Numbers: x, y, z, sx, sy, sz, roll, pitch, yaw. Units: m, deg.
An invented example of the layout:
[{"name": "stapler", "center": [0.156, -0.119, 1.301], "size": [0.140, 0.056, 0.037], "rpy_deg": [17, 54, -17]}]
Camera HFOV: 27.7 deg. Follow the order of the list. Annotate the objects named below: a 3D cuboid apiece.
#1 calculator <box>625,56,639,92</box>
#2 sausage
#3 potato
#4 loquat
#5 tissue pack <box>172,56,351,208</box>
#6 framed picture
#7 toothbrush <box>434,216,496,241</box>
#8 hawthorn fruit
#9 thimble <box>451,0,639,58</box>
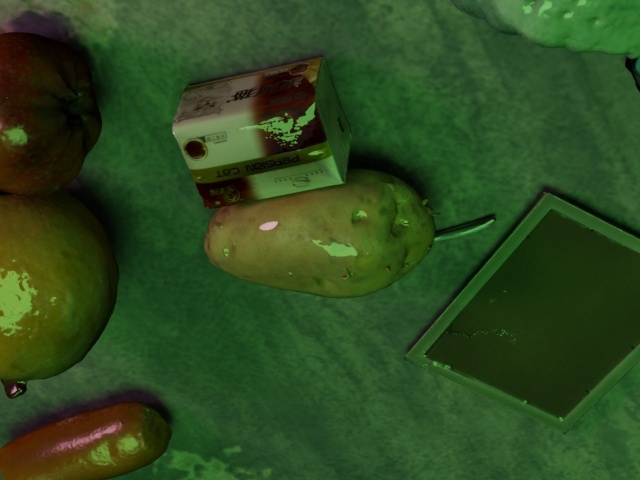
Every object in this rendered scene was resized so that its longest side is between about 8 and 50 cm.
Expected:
[{"name": "calculator", "center": [0.415, -0.156, 1.124], "size": [0.274, 0.058, 0.248], "rpy_deg": [41, 144, 17]}, {"name": "sausage", "center": [-0.301, 0.264, 1.628], "size": [0.238, 0.098, 0.098], "rpy_deg": [-19, 124, 19]}, {"name": "potato", "center": [0.000, -0.003, 1.344], "size": [0.235, 0.128, 0.161], "rpy_deg": [8, 144, -6]}, {"name": "loquat", "center": [-0.326, 0.041, 1.388], "size": [0.238, 0.193, 0.238], "rpy_deg": [-5, 113, -11]}, {"name": "tissue pack", "center": [-0.056, -0.105, 1.293], "size": [0.149, 0.099, 0.106], "rpy_deg": [-11, 126, 16]}, {"name": "framed picture", "center": [0.265, 0.087, 1.464], "size": [0.231, 0.018, 0.293], "rpy_deg": [26, 127, -14]}, {"name": "toothbrush", "center": [0.102, 0.006, 1.420], "size": [0.193, 0.013, 0.019], "rpy_deg": [-19, 130, 21]}, {"name": "hawthorn fruit", "center": [-0.322, -0.124, 1.290], "size": [0.204, 0.162, 0.162], "rpy_deg": [-2, 130, 29]}, {"name": "thimble", "center": [0.199, -0.266, 1.068], "size": [0.250, 0.205, 0.172], "rpy_deg": [28, 122, 5]}]
